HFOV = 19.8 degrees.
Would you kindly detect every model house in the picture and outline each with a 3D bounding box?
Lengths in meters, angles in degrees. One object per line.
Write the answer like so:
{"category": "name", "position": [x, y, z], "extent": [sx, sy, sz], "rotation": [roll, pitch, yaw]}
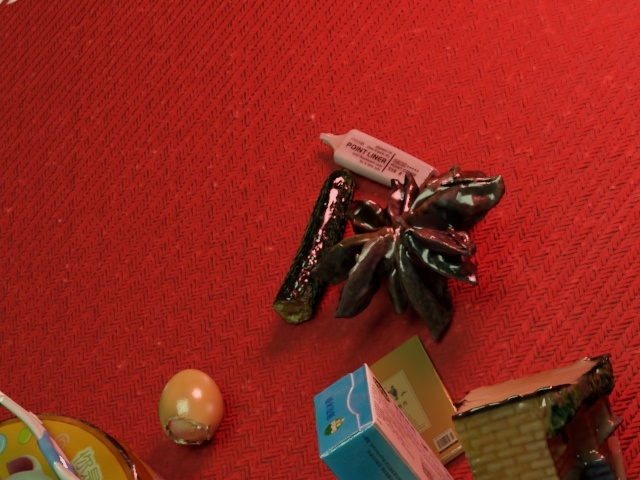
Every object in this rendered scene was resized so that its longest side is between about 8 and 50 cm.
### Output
{"category": "model house", "position": [0.230, 0.227, 1.881], "extent": [0.166, 0.183, 0.172], "rotation": [-16, 90, 21]}

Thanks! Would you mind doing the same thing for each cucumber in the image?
{"category": "cucumber", "position": [0.000, 0.000, 2.276], "extent": [0.058, 0.052, 0.215], "rotation": [-25, 38, 57]}

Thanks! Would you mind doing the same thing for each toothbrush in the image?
{"category": "toothbrush", "position": [-0.281, 0.240, 2.002], "extent": [0.386, 0.040, 0.040], "rotation": [30, 78, 42]}

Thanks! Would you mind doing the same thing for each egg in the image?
{"category": "egg", "position": [-0.155, 0.198, 2.216], "extent": [0.080, 0.080, 0.096], "rotation": [-15, 44, 25]}

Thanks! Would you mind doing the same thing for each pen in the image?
{"category": "pen", "position": [0.067, -0.103, 2.316], "extent": [0.197, 0.032, 0.053], "rotation": [25, 75, 41]}

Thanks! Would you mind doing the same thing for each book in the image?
{"category": "book", "position": [0.095, 0.200, 2.093], "extent": [0.118, 0.012, 0.172], "rotation": [-34, 47, 9]}

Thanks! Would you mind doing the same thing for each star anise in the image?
{"category": "star anise", "position": [0.108, 0.002, 2.153], "extent": [0.282, 0.129, 0.212], "rotation": [-24, 44, 24]}

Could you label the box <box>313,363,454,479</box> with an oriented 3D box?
{"category": "box", "position": [0.078, 0.244, 1.919], "extent": [0.073, 0.194, 0.139], "rotation": [-35, 19, 9]}

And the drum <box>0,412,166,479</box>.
{"category": "drum", "position": [-0.312, 0.425, 2.066], "extent": [0.431, 0.214, 0.431], "rotation": [-17, 52, 23]}
